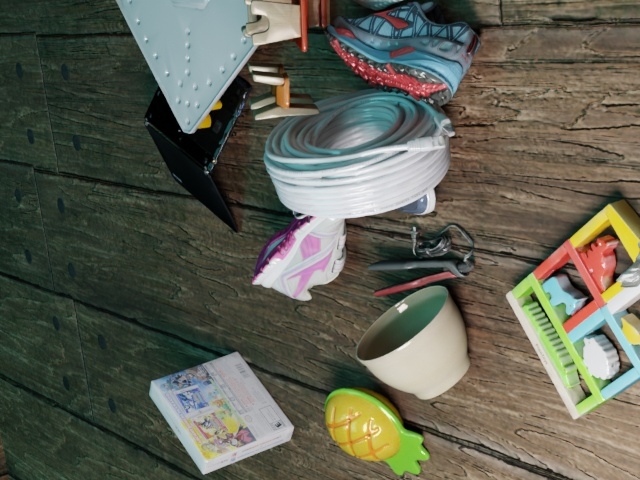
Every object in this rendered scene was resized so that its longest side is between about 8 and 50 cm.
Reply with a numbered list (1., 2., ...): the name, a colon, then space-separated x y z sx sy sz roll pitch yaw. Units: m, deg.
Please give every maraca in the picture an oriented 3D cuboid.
1. maraca: 0.086 0.300 2.071 0.185 0.099 0.127 34 138 11

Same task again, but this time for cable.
1. cable: 0.052 -0.124 1.804 0.257 0.257 0.089 -103 -4 -61

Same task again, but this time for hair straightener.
1. hair straightener: 0.144 0.024 1.910 0.230 0.047 0.089 -16 90 57

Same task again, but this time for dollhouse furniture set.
1. dollhouse furniture set: -0.038 -0.322 1.858 0.259 0.135 0.262 -114 21 -72

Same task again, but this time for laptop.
1. laptop: -0.199 -0.188 2.364 0.234 0.136 0.264 38 107 42

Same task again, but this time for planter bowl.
1. planter bowl: 0.147 0.157 1.883 0.109 0.162 0.162 51 150 -14

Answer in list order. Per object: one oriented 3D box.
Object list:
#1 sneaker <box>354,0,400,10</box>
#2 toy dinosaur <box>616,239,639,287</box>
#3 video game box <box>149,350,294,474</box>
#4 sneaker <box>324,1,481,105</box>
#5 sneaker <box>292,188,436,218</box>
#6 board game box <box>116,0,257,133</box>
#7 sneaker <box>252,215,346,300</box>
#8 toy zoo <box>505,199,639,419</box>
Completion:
1. sneaker: 0.095 -0.361 1.807 0.235 0.090 0.095 31 140 52
2. toy dinosaur: 0.462 0.033 1.395 0.218 0.164 0.322 35 113 26
3. video game box: -0.180 0.308 2.381 0.205 0.187 0.048 50 139 34
4. sneaker: 0.117 -0.267 1.789 0.262 0.125 0.104 29 166 45
5. sneaker: 0.046 -0.070 1.904 0.226 0.163 0.086 29 134 48
6. board game box: -0.201 -0.442 2.181 0.390 0.050 0.390 -46 64 43
7. sneaker: 0.000 0.000 2.080 0.252 0.111 0.103 -47 20 35
8. toy zoo: 0.357 0.081 1.632 0.192 0.030 0.293 63 145 18
